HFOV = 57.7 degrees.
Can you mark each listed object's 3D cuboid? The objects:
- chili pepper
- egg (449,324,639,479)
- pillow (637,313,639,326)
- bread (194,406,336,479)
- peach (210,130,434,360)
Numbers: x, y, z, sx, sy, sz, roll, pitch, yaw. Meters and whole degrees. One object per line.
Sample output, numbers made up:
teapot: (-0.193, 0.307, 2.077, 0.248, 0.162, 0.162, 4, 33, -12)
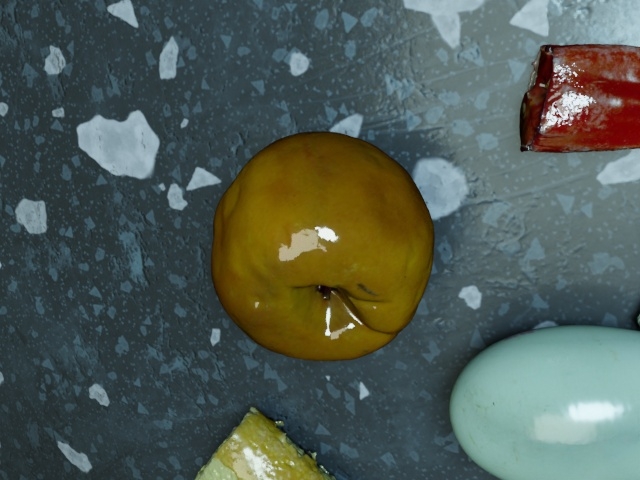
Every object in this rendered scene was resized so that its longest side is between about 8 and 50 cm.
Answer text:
chili pepper: (0.398, -0.186, 0.762, 0.253, 0.136, 0.144, 5, 62, 13)
egg: (0.368, 0.232, 0.812, 0.371, 0.230, 0.229, -11, 100, 19)
pillow: (0.543, 0.068, 0.772, 0.171, 0.075, 0.179, 20, 112, 18)
bread: (-0.057, 0.517, 1.116, 0.375, 0.165, 0.236, 38, 114, 12)
peach: (0.000, 0.000, 0.874, 0.343, 0.301, 0.342, 0, 128, 0)
